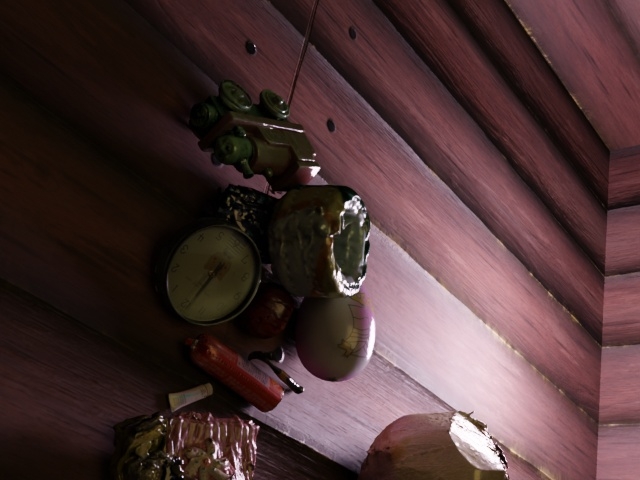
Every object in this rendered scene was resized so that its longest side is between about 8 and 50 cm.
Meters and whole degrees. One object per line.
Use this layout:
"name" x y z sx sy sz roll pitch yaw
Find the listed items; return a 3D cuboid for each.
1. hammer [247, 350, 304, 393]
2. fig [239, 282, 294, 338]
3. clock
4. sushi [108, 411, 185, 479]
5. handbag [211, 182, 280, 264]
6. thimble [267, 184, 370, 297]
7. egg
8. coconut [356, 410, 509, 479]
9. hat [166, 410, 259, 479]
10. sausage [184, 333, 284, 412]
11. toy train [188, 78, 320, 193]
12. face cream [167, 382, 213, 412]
"hammer" -0.097 0.299 1.985 0.201 0.078 0.021 51 46 -47
"fig" -0.125 0.139 1.940 0.128 0.128 0.150 -28 97 -52
"clock" -0.226 0.066 1.800 0.226 0.049 0.226 -9 108 -31
"sushi" -0.319 0.467 1.595 0.139 0.131 0.291 -8 95 -54
"handbag" -0.148 -0.036 1.962 0.260 0.113 0.162 17 76 -52
"thimble" 0.000 0.000 1.943 0.288 0.167 0.254 21 70 -69
"egg" 0.040 0.199 2.070 0.196 0.196 0.271 43 55 -37
"coconut" 0.269 0.597 2.148 0.346 0.360 0.346 170 -90 -88
"hat" -0.208 0.485 1.746 0.237 0.107 0.286 15 64 -39
"sausage" -0.187 0.275 1.859 0.274 0.074 0.074 44 49 -37
"toy train" -0.149 -0.223 1.940 0.304 0.150 0.221 0 55 -53
"face cream" -0.265 0.317 1.788 0.115 0.020 0.038 -12 91 -52
